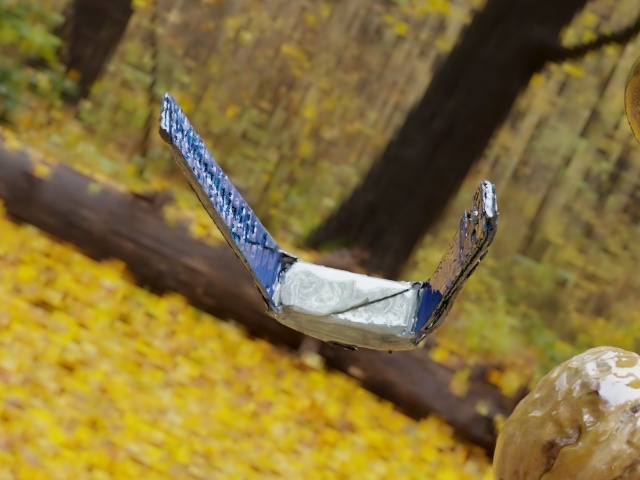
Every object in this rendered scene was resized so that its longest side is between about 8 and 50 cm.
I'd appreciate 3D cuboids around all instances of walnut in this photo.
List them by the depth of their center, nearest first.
[{"bbox_3d":[0.229,0.183,1.479,0.155,0.184,0.155,44,-1,1],"label":"walnut"}]

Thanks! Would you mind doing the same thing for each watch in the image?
[{"bbox_3d":[-0.012,-0.001,1.460,0.276,0.068,0.274,16,-24,-1],"label":"watch"}]

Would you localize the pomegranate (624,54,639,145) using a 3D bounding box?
[{"bbox_3d":[0.354,-0.105,1.558,0.180,0.180,0.210,26,-25,12],"label":"pomegranate"}]
